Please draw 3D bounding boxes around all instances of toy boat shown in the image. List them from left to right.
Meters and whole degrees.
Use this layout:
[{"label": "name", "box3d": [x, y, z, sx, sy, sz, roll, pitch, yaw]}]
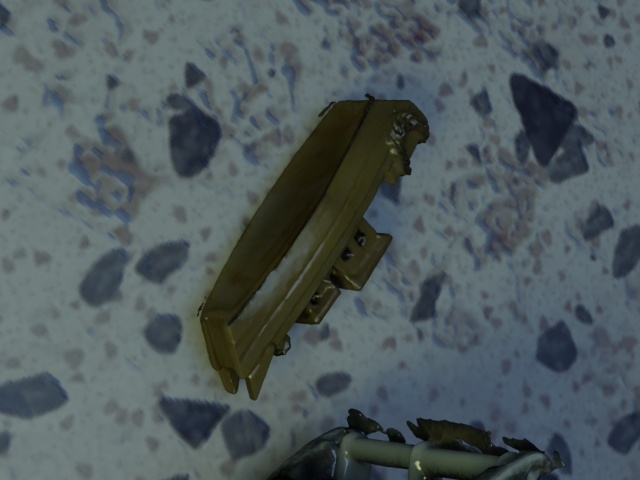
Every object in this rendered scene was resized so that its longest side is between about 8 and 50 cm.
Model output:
[{"label": "toy boat", "box3d": [0.000, 0.000, 0.683, 0.072, 0.064, 0.206, 45, 67, -32]}]

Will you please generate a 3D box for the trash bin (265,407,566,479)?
[{"label": "trash bin", "box3d": [0.067, 0.300, 0.569, 0.368, 0.256, 0.296, 48, 64, -18]}]
